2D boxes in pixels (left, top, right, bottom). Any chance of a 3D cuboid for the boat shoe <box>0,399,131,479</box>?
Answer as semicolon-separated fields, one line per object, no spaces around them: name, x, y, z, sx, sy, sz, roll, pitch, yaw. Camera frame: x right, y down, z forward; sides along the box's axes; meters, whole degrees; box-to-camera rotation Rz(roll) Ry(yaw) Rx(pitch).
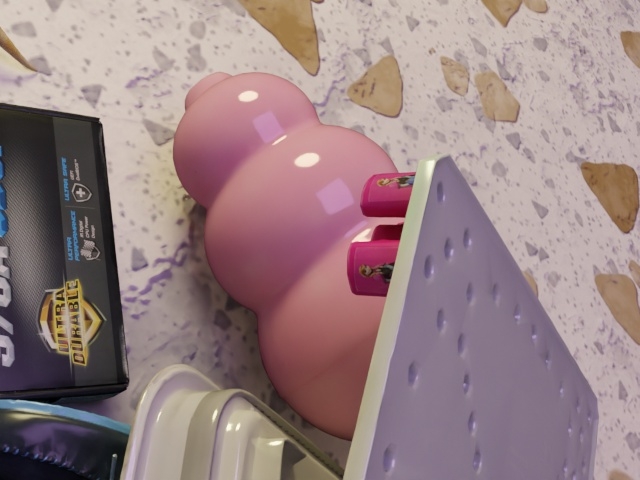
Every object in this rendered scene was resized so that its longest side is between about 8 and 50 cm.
boat shoe;-0.120;0.186;0.525;0.258;0.109;0.089;29;51;-23

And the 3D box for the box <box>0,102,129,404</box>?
box;-0.235;0.008;0.555;0.175;0.051;0.220;4;68;-37

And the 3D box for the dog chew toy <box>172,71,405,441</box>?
dog chew toy;0.000;0.000;0.657;0.206;0.206;0.332;-32;82;-43

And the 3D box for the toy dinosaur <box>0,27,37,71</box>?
toy dinosaur;-0.298;-0.200;0.602;0.183;0.053;0.092;50;46;-8

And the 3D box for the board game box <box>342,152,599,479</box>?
board game box;0.083;0.214;0.465;0.390;0.050;0.390;46;52;-47

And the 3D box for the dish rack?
dish rack;-0.015;0.254;0.485;0.333;0.072;0.286;56;31;-51
